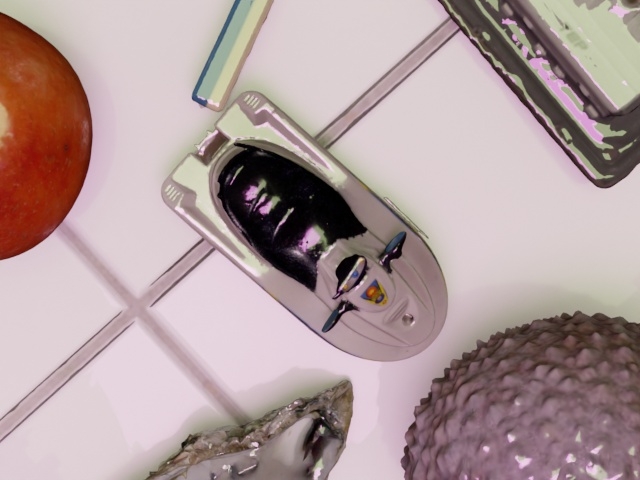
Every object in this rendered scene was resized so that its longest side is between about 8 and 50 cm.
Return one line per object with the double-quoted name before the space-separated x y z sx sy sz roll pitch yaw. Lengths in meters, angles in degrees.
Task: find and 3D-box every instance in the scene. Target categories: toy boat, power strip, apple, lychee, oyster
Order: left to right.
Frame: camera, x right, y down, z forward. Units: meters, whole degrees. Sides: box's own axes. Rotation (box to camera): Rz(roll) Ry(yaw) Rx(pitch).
"apple" -0.297 -0.085 1.137 0.218 0.201 0.218 0 90 2
"oyster" -0.095 0.224 1.230 0.199 0.087 0.252 18 101 -14
"power strip" -0.076 -0.171 1.210 0.032 0.056 0.123 26 94 -6
"toy boat" -0.004 -0.004 1.195 0.269 0.141 0.141 41 92 8
"lychee" 0.217 0.192 1.149 0.300 0.300 0.300 0 95 -3
"power strip" 0.264 -0.216 1.208 0.251 0.092 0.257 -40 92 4
